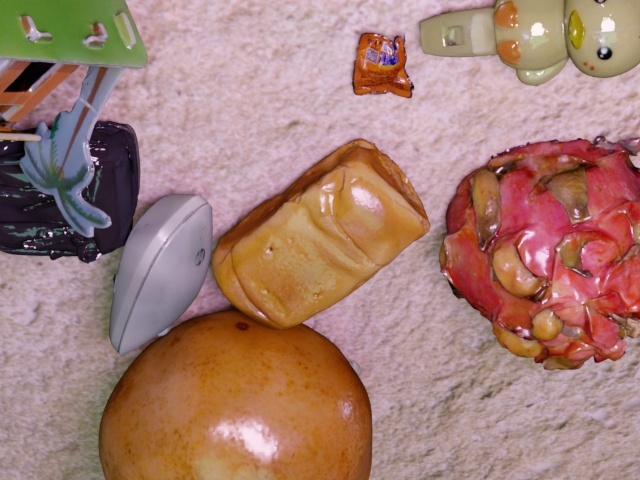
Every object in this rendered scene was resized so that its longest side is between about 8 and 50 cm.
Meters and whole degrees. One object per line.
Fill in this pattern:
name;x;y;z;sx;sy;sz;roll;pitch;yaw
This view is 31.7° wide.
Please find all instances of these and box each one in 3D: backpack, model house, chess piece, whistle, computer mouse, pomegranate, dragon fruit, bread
backpack;-0.365;-0.060;1.486;0.258;0.133;0.206;-4;129;-10
model house;-0.394;-0.154;1.246;0.323;0.340;0.300;-32;165;35
chess piece;0.025;0.186;1.793;0.042;0.042;0.093;-25;122;23
whistle;0.263;-0.247;1.314;0.294;0.141;0.141;-7;132;8
computer mouse;-0.214;0.056;1.587;0.097;0.159;0.288;28;134;11
pomegranate;-0.122;0.311;1.681;0.416;0.417;0.417;1;133;1
dragon fruit;0.308;0.039;1.492;0.296;0.263;0.314;4;133;-1
bread;0.000;0.000;1.543;0.294;0.132;0.167;-33;108;28

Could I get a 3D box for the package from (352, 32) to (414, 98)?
package;0.080;-0.217;1.416;0.077;0.033;0.111;-6;138;-6
